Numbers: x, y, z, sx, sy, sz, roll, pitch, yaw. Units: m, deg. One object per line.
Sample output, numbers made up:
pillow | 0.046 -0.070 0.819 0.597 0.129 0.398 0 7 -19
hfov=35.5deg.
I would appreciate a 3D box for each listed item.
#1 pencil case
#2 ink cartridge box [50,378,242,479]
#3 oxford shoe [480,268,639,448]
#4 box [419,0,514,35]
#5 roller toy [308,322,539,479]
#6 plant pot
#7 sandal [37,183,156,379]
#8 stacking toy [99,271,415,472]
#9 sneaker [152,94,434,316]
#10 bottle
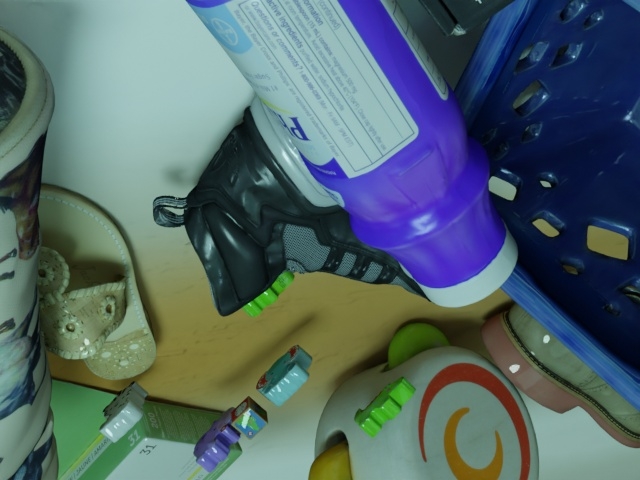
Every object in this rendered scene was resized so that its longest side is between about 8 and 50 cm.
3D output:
pencil case | -0.240 0.058 0.603 0.159 0.183 0.410 -6 137 -20
ink cartridge box | -0.213 0.213 0.922 0.235 0.056 0.171 21 120 -45
oxford shoe | 0.316 0.124 1.032 0.348 0.123 0.130 21 121 -44
box | 0.134 -0.306 0.393 0.395 0.097 0.318 -32 136 16
roller toy | 0.096 0.207 0.948 0.191 0.209 0.146 42 141 -19
plant pot | 0.236 -0.068 0.638 0.212 0.236 0.236 -28 152 -37
sandal | -0.170 0.058 0.737 0.088 0.079 0.240 -19 144 -2
stacking toy | -0.056 0.141 0.849 0.221 0.052 0.167 -42 107 8
sneaker | 0.000 0.000 0.736 0.153 0.101 0.268 -35 136 19
bottle | 0.021 -0.078 0.559 0.092 0.118 0.283 -37 121 1
